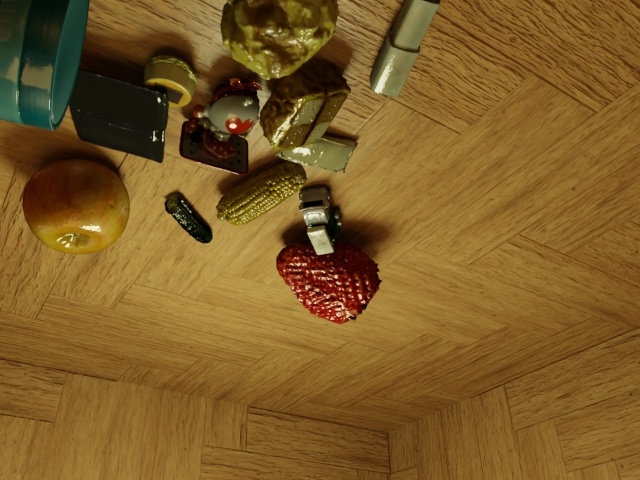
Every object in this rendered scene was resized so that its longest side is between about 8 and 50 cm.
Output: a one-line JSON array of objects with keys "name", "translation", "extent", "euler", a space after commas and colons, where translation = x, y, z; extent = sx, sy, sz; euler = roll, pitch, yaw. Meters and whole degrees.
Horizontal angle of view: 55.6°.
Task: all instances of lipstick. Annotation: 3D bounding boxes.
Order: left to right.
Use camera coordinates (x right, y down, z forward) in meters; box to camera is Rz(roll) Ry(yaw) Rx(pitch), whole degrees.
[{"name": "lipstick", "translation": [0.186, -0.444, 1.356], "extent": [0.077, 0.079, 0.253], "euler": [9, 143, -12]}]

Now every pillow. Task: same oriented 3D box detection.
[{"name": "pillow", "translation": [-0.010, -0.247, 1.660], "extent": [0.208, 0.053, 0.119], "euler": [13, 139, -19]}]

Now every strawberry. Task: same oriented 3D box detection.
[{"name": "strawberry", "translation": [0.012, 0.123, 2.032], "extent": [0.351, 0.267, 0.312], "euler": [21, 173, -8]}]

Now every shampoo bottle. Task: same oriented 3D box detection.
[{"name": "shampoo bottle", "translation": [-0.654, -0.412, 1.161], "extent": [0.342, 0.331, 0.331], "euler": [13, 143, -16]}]

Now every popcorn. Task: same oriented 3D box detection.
[{"name": "popcorn", "translation": [-0.089, -0.455, 1.213], "extent": [0.249, 0.249, 0.225], "euler": [-21, 128, 26]}]

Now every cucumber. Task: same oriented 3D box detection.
[{"name": "cucumber", "translation": [-0.409, -0.053, 1.925], "extent": [0.067, 0.067, 0.245], "euler": [-13, 142, 17]}]

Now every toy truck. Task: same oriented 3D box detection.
[{"name": "toy truck", "translation": [0.001, -0.061, 1.877], "extent": [0.110, 0.116, 0.216], "euler": [-7, 145, 10]}]

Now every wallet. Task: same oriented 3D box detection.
[{"name": "wallet", "translation": [-0.504, -0.306, 1.524], "extent": [0.247, 0.041, 0.323], "euler": [13, 156, -9]}]

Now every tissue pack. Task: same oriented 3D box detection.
[{"name": "tissue pack", "translation": [0.000, 0.000, 1.846], "extent": [0.056, 0.023, 0.108], "euler": [-10, 138, 14]}]

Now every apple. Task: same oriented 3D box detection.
[{"name": "apple", "translation": [-0.685, -0.091, 1.715], "extent": [0.285, 0.233, 0.286], "euler": [-2, 146, -1]}]

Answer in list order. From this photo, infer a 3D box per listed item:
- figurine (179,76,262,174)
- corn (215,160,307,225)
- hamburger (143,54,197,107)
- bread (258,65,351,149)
[{"name": "figurine", "translation": [-0.228, -0.310, 1.500], "extent": [0.183, 0.160, 0.226], "euler": [14, 134, -21]}, {"name": "corn", "translation": [-0.179, -0.134, 1.769], "extent": [0.321, 0.119, 0.119], "euler": [-29, 137, 30]}, {"name": "hamburger", "translation": [-0.355, -0.381, 1.435], "extent": [0.126, 0.082, 0.141], "euler": [9, 157, -8]}, {"name": "bread", "translation": [-0.041, -0.319, 1.469], "extent": [0.181, 0.096, 0.222], "euler": [-14, 156, -37]}]
